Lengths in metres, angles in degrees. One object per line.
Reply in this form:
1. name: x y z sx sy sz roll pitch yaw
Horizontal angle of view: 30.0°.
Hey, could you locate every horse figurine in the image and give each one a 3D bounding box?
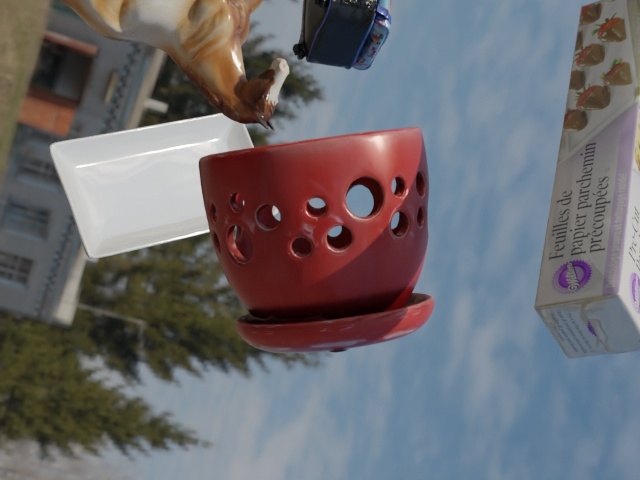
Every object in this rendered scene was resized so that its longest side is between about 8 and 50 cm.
1. horse figurine: -0.132 -0.216 1.001 0.066 0.263 0.174 -80 -169 -86

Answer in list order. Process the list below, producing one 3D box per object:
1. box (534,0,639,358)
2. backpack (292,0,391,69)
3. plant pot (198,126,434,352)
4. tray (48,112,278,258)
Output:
1. box: 0.220 -0.062 0.900 0.063 0.067 0.324 -12 -137 32
2. backpack: 0.036 -0.348 1.690 0.158 0.117 0.173 120 -22 -59
3. plant pot: 0.000 0.000 1.005 0.191 0.191 0.174 -174 -102 -76
4. tray: -0.186 -0.067 1.427 0.030 0.270 0.145 -31 -103 51
